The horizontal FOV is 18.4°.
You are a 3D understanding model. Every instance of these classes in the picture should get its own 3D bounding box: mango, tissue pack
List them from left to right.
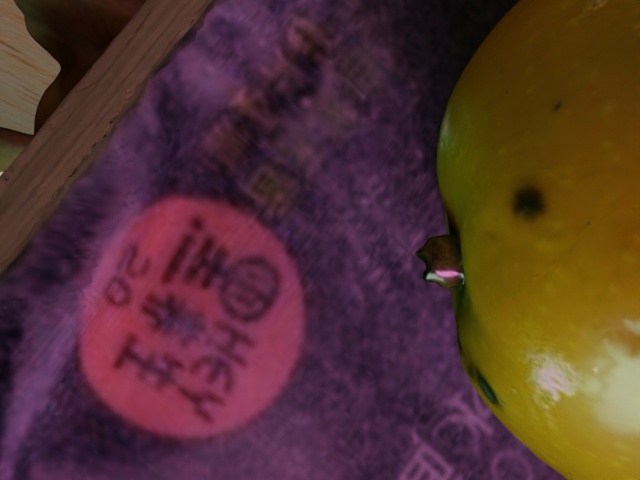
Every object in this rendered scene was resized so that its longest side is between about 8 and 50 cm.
[{"bbox_3d":[0.041,0.067,0.569,0.315,0.228,0.103,42,166,-20],"label":"tissue pack"},{"bbox_3d":[0.167,0.005,0.474,0.293,0.143,0.175,7,146,-14],"label":"mango"}]

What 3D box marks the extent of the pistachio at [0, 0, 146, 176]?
[{"bbox_3d":[0.000,0.000,0.721,0.214,0.194,0.318,9,168,40],"label":"pistachio"}]
